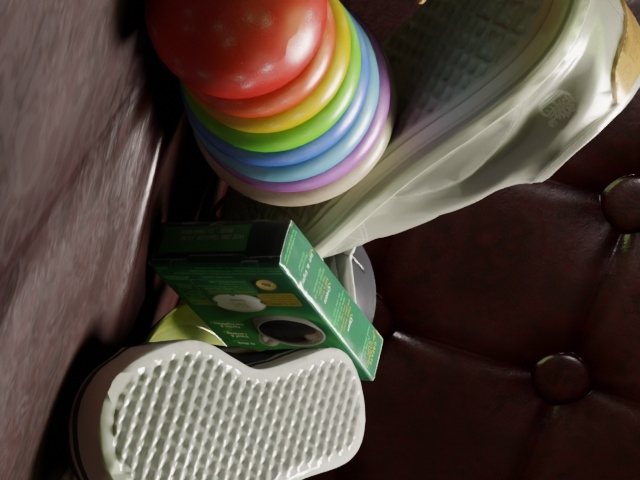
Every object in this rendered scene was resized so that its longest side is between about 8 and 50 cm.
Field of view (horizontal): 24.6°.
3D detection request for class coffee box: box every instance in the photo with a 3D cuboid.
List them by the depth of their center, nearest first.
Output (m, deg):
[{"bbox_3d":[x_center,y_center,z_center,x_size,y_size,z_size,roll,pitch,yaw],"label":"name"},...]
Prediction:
[{"bbox_3d":[-0.037,0.047,1.102,0.184,0.113,0.040,52,45,-49],"label":"coffee box"}]

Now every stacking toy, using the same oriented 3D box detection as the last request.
[{"bbox_3d":[-0.034,-0.108,0.836,0.330,0.141,0.141,45,61,-82],"label":"stacking toy"}]

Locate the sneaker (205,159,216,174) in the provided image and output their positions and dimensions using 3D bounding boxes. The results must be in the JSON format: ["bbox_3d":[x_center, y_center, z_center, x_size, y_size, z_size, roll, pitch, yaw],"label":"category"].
[{"bbox_3d":[-0.071,-0.106,1.182,0.044,0.040,0.109,46,59,-64],"label":"sneaker"}]

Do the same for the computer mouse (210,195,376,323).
[{"bbox_3d":[-0.007,0.018,1.380,0.272,0.072,0.188,54,30,-46],"label":"computer mouse"}]

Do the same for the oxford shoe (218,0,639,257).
[{"bbox_3d":[0.065,-0.069,1.087,0.449,0.130,0.169,-30,-134,48],"label":"oxford shoe"}]

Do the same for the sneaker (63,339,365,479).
[{"bbox_3d":[-0.093,0.131,0.994,0.321,0.127,0.126,8,76,-62],"label":"sneaker"}]

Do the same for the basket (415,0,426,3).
[{"bbox_3d":[0.093,-0.316,1.170,0.299,0.223,0.213,55,52,-88],"label":"basket"}]

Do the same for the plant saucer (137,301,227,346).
[{"bbox_3d":[-0.095,0.162,1.153,0.241,0.037,0.240,8,80,-57],"label":"plant saucer"}]

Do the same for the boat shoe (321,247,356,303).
[{"bbox_3d":[0.000,0.000,1.261,0.083,0.076,0.226,32,43,-47],"label":"boat shoe"}]
